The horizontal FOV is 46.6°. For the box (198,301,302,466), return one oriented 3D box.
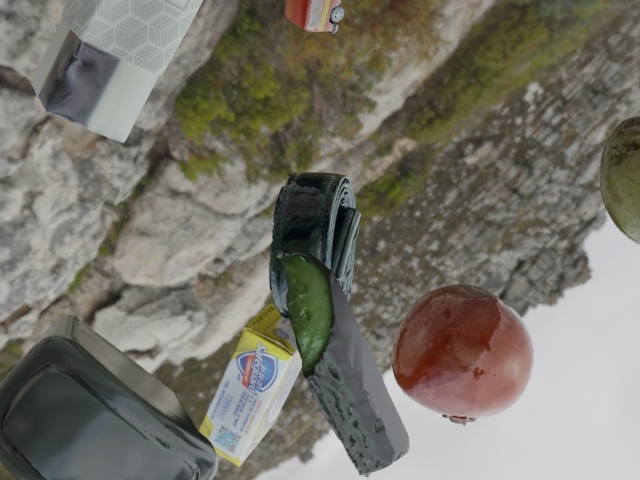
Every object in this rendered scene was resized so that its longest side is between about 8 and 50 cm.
[{"bbox_3d":[-0.107,0.245,1.319,0.265,0.097,0.168,-64,169,22],"label":"box"}]

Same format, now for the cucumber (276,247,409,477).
[{"bbox_3d":[0.019,0.107,0.578,0.046,0.220,0.070,-16,-154,23],"label":"cucumber"}]

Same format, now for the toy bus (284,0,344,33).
[{"bbox_3d":[-0.001,-0.414,1.157,0.077,0.079,0.174,-19,138,-37],"label":"toy bus"}]

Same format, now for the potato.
[{"bbox_3d":[0.536,-0.060,0.947,0.218,0.351,0.202,-32,143,-54],"label":"potato"}]

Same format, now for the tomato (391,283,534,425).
[{"bbox_3d":[0.326,0.251,1.702,0.321,0.321,0.321,-46,175,-6],"label":"tomato"}]

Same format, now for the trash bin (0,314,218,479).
[{"bbox_3d":[-0.187,0.152,0.635,0.101,0.177,0.236,-52,-164,-8],"label":"trash bin"}]

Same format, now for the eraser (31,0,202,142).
[{"bbox_3d":[-0.157,-0.301,0.745,0.098,0.096,0.403,20,108,-40],"label":"eraser"}]

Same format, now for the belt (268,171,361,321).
[{"bbox_3d":[0.000,0.000,1.153,0.206,0.116,0.267,71,24,-56],"label":"belt"}]
